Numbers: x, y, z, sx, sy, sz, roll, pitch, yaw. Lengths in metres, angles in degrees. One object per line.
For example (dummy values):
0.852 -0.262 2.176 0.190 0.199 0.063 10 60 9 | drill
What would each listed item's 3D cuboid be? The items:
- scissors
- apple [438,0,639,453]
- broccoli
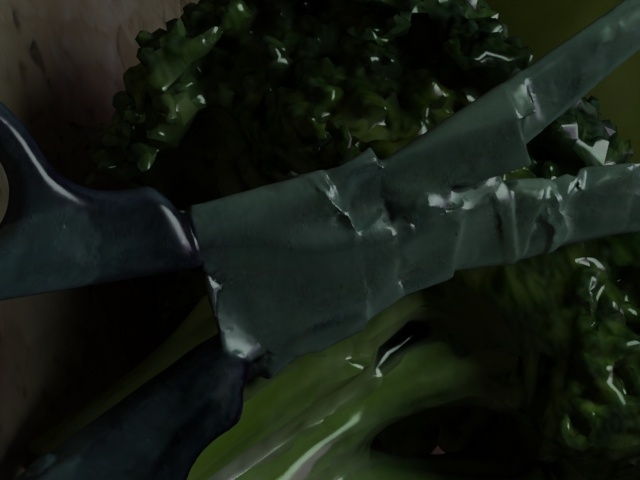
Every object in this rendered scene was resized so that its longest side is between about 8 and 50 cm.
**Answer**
0.000 0.000 0.630 0.256 0.383 0.029 69 -13 -16 | scissors
0.208 -0.049 1.091 0.473 0.474 0.473 -13 90 -72 | apple
0.018 0.056 0.793 0.375 0.302 0.249 62 -3 -9 | broccoli
